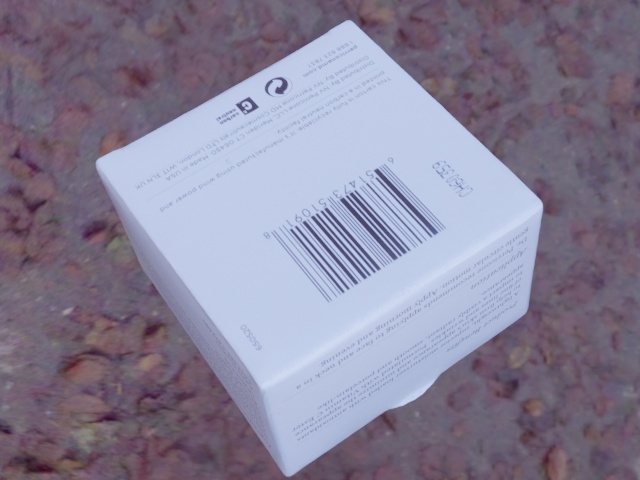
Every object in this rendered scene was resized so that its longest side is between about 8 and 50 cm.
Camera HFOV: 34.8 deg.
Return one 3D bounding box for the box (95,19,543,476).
[{"bbox_3d":[0.000,0.000,0.590,0.181,0.119,0.182,-32,58,-16],"label":"box"}]
